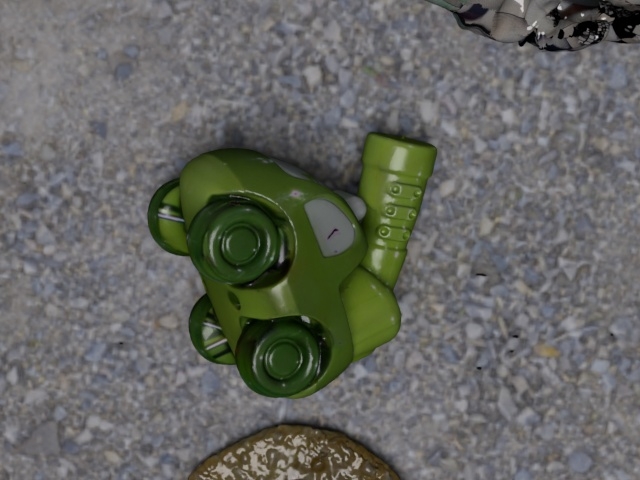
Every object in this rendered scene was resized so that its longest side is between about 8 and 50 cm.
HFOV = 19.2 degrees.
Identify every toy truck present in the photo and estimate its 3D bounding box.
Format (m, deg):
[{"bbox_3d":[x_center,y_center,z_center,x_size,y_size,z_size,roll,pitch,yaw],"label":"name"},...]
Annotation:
[{"bbox_3d":[-0.010,0.019,1.396,0.210,0.148,0.187,-8,103,-22],"label":"toy truck"}]

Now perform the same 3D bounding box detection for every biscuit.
[{"bbox_3d":[-0.018,0.250,1.501,0.220,0.033,0.220,0,102,2],"label":"biscuit"}]

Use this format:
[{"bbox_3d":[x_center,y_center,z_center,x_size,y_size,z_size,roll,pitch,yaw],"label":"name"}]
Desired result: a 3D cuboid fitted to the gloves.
[{"bbox_3d":[0.174,-0.197,1.354,0.212,0.111,0.127,10,83,-24],"label":"gloves"}]
